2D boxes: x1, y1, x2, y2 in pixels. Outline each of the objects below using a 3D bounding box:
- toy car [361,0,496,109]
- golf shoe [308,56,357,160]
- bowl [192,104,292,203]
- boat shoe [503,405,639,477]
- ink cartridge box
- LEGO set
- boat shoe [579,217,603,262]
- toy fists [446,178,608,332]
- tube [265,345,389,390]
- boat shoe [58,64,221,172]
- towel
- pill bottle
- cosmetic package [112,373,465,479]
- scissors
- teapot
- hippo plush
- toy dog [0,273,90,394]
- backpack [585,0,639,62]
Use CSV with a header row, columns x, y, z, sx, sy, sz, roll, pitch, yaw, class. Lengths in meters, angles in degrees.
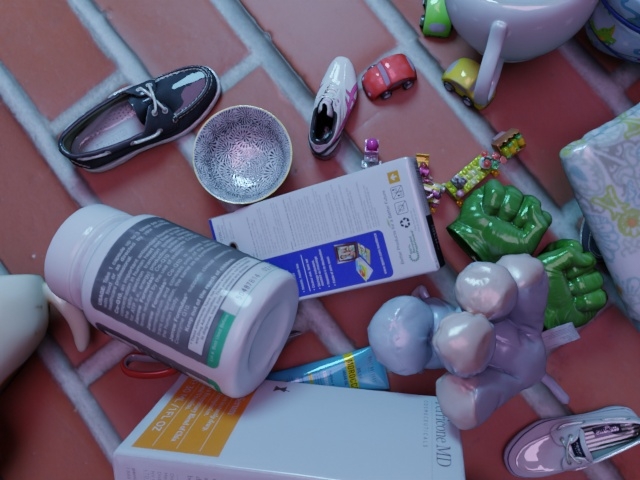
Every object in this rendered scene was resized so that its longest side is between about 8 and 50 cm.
x,y,z,sx,sy,sz,roll,pitch,yaw,class
0.200,-0.352,0.994,0.238,0.053,0.225,7,85,5,toy car
0.024,-0.235,0.980,0.067,0.086,0.186,11,84,7,golf shoe
-0.129,-0.140,0.983,0.170,0.080,0.170,0,84,4,bowl
0.403,0.318,0.899,0.226,0.076,0.083,-24,83,1,boat shoe
0.000,0.000,0.924,0.370,0.069,0.176,-15,91,22,ink cartridge box
0.212,-0.121,0.943,0.286,0.107,0.132,-5,84,4,LEGO set
0.501,-0.057,0.936,0.075,0.065,0.206,33,87,7,boat shoe
0.345,0.022,0.925,0.142,0.096,0.279,-42,82,0,toy fists
0.008,0.232,0.955,0.206,0.052,0.080,-12,100,-1,tube
-0.315,-0.219,0.999,0.302,0.091,0.114,-36,83,0,boat shoe
0.576,-0.080,0.875,0.374,0.090,0.321,-30,96,-10,towel
-0.234,0.080,0.889,0.360,0.204,0.204,22,86,17,pill bottle
-0.031,0.330,0.815,0.452,0.230,0.162,3,106,9,cosmetic package
-0.182,0.190,0.955,0.296,0.109,0.021,1,125,2,scissors
0.313,-0.375,0.906,0.255,0.187,0.253,-22,63,-1,teapot
0.208,0.121,0.853,0.294,0.236,0.235,0,99,-39,hippo plush
-0.609,0.240,0.912,0.395,0.284,0.408,13,82,-31,toy dog
0.564,-0.461,0.899,0.289,0.273,0.356,16,64,3,backpack
